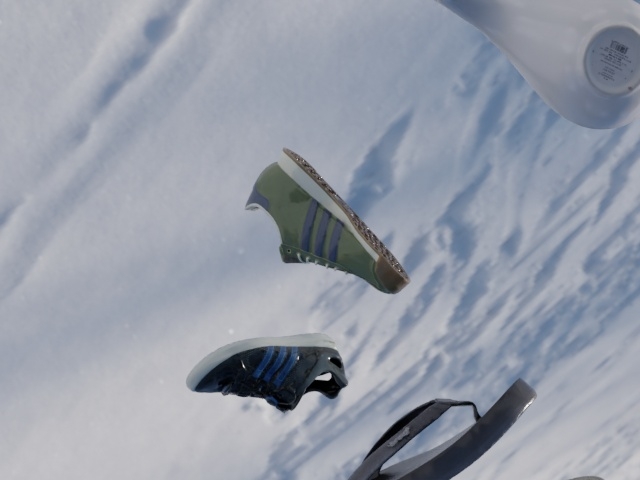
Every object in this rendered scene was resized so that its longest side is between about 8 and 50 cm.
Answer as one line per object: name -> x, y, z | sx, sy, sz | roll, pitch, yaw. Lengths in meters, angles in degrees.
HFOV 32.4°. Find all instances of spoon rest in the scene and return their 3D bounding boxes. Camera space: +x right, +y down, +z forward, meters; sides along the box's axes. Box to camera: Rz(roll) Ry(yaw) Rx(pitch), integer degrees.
spoon rest -> 0.227, -0.210, 1.106 | 0.137, 0.276, 0.084 | -64, -163, 4

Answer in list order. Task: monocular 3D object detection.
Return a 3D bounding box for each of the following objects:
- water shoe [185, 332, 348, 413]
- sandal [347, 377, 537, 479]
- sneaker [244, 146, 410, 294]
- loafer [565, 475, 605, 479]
water shoe -> -0.053, 0.157, 1.263 | 0.203, 0.080, 0.073 | -8, 148, -34
sandal -> 0.047, 0.174, 0.824 | 0.254, 0.054, 0.097 | -35, 171, 11
sneaker -> 0.000, 0.000, 1.130 | 0.086, 0.192, 0.064 | -45, 168, 10
loafer -> 0.212, 0.256, 1.005 | 0.125, 0.045, 0.039 | -31, 123, 14
